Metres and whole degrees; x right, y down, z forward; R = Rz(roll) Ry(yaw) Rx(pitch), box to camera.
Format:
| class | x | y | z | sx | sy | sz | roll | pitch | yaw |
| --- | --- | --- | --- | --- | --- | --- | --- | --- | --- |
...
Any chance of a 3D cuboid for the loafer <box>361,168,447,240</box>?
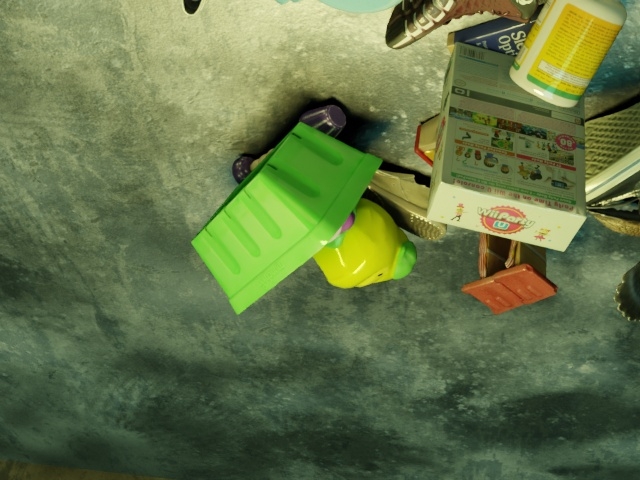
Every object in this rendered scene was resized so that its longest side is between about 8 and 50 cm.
| class | x | y | z | sx | sy | sz | roll | pitch | yaw |
| --- | --- | --- | --- | --- | --- | --- | --- | --- | --- |
| loafer | 0.136 | -0.095 | 1.812 | 0.269 | 0.092 | 0.102 | 30 | 148 | 1 |

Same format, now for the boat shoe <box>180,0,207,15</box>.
| class | x | y | z | sx | sy | sz | roll | pitch | yaw |
| --- | --- | --- | --- | --- | --- | --- | --- | --- | --- |
| boat shoe | -0.193 | -0.433 | 1.446 | 0.066 | 0.063 | 0.184 | 19 | 144 | -11 |

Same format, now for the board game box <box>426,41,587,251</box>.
| class | x | y | z | sx | sy | sz | roll | pitch | yaw |
| --- | --- | --- | --- | --- | --- | --- | --- | --- | --- |
| board game box | 0.295 | -0.152 | 1.437 | 0.224 | 0.303 | 0.097 | 14 | 144 | -2 |

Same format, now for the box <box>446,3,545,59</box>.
| class | x | y | z | sx | sy | sz | roll | pitch | yaw |
| --- | --- | --- | --- | --- | --- | --- | --- | --- | --- |
| box | 0.337 | -0.312 | 1.499 | 0.225 | 0.036 | 0.136 | -13 | 138 | 28 |

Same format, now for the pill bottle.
| class | x | y | z | sx | sy | sz | roll | pitch | yaw |
| --- | --- | --- | --- | --- | --- | --- | --- | --- | --- |
| pill bottle | 0.380 | -0.315 | 1.367 | 0.118 | 0.117 | 0.208 | 19 | 117 | -12 |

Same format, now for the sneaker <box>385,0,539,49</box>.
| class | x | y | z | sx | sy | sz | roll | pitch | yaw |
| --- | --- | --- | --- | --- | --- | --- | --- | --- | --- |
| sneaker | 0.236 | -0.356 | 1.408 | 0.163 | 0.106 | 0.281 | 26 | 141 | -25 |

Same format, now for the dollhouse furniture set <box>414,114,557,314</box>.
| class | x | y | z | sx | sy | sz | roll | pitch | yaw |
| --- | --- | --- | --- | --- | --- | --- | --- | --- | --- |
| dollhouse furniture set | 0.289 | -0.043 | 1.742 | 0.152 | 0.201 | 0.374 | -24 | 133 | 39 |

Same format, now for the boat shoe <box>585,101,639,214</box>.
| class | x | y | z | sx | sy | sz | roll | pitch | yaw |
| --- | --- | --- | --- | --- | --- | --- | --- | --- | --- |
| boat shoe | 0.548 | -0.140 | 1.559 | 0.500 | 0.186 | 0.156 | -29 | 123 | 36 |

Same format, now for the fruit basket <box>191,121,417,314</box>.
| class | x | y | z | sx | sy | sz | roll | pitch | yaw |
| --- | --- | --- | --- | --- | --- | --- | --- | --- | --- |
| fruit basket | 0.000 | 0.000 | 1.720 | 0.392 | 0.283 | 0.392 | 19 | 138 | 18 |

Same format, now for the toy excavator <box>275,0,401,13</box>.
| class | x | y | z | sx | sy | sz | roll | pitch | yaw |
| --- | --- | --- | --- | --- | --- | --- | --- | --- | --- |
| toy excavator | 0.131 | -0.421 | 1.218 | 0.445 | 0.222 | 0.433 | 32 | 141 | -22 |

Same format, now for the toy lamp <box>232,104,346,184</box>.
| class | x | y | z | sx | sy | sz | roll | pitch | yaw |
| --- | --- | --- | --- | --- | --- | --- | --- | --- | --- |
| toy lamp | -0.059 | -0.180 | 1.754 | 0.080 | 0.080 | 0.275 | 33 | 142 | -28 |

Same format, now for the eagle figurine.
| class | x | y | z | sx | sy | sz | roll | pitch | yaw |
| --- | --- | --- | --- | --- | --- | --- | --- | --- | --- |
| eagle figurine | 0.634 | -0.002 | 1.687 | 0.298 | 0.226 | 0.225 | -20 | 113 | 2 |
